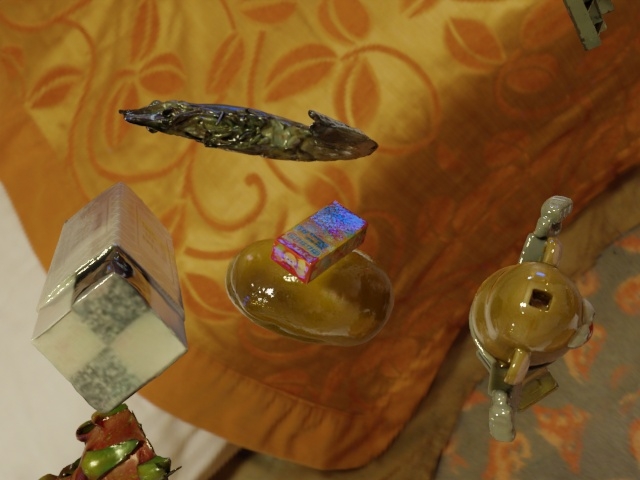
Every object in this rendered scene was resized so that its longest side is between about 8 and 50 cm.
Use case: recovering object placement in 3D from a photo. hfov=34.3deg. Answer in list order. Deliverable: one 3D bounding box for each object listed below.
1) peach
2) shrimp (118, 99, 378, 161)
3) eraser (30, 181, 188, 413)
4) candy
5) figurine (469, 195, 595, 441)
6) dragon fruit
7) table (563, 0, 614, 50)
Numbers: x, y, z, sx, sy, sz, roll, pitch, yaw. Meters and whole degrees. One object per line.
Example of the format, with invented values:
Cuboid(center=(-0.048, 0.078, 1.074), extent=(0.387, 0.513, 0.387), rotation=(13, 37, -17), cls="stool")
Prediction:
Cuboid(center=(-0.019, 0.073, 1.516), extent=(0.251, 0.251, 0.153), rotation=(9, 72, 31), cls="peach")
Cuboid(center=(-0.066, -0.117, 1.028), extent=(0.262, 0.198, 0.051), rotation=(10, 85, -12), cls="shrimp")
Cuboid(center=(-0.199, 0.035, 0.999), extent=(0.096, 0.098, 0.404), rotation=(-40, 17, 0), cls="eraser")
Cuboid(center=(0.000, 0.000, 1.299), extent=(0.062, 0.122, 0.038), rotation=(36, 136, 22), cls="candy")
Cuboid(center=(0.296, 0.116, 1.473), extent=(0.167, 0.285, 0.342), rotation=(-7, 69, 7), cls="figurine")
Cuboid(center=(-0.202, 0.238, 1.038), extent=(0.175, 0.142, 0.138), rotation=(-30, 67, 10), cls="dragon fruit")
Cuboid(center=(0.314, -0.330, 1.218), extent=(0.062, 0.146, 0.175), rotation=(-20, 109, 31), cls="table")
